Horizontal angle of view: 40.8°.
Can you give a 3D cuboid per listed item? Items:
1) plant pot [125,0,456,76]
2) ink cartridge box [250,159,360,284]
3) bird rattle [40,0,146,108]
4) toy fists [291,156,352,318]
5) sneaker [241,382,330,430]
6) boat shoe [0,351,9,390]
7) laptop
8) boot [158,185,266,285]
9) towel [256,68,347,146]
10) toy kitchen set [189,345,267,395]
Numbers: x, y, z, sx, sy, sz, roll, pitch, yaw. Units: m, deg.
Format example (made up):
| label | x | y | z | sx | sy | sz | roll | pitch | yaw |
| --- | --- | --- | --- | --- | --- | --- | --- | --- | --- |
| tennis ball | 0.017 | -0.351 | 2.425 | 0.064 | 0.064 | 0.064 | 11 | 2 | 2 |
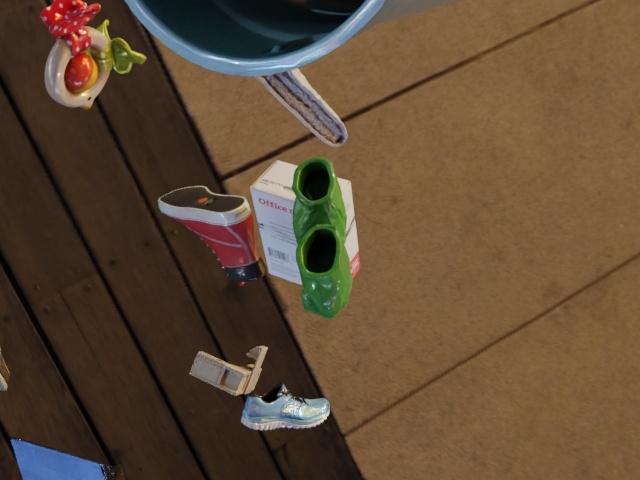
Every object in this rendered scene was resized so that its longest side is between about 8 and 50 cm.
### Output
| label | x | y | z | sx | sy | sz | roll | pitch | yaw |
| --- | --- | --- | --- | --- | --- | --- | --- | --- | --- |
| plant pot | 0.027 | -0.337 | 0.780 | 0.334 | 0.341 | 0.341 | -25 | 100 | -53 |
| ink cartridge box | -0.029 | -0.026 | 1.927 | 0.114 | 0.197 | 0.273 | -52 | 148 | -35 |
| bird rattle | -0.464 | -0.361 | 1.694 | 0.143 | 0.253 | 0.207 | 25 | 92 | 11 |
| toy fists | 0.000 | 0.000 | 1.454 | 0.096 | 0.142 | 0.279 | -12 | 52 | 8 |
| sneaker | -0.054 | 0.280 | 1.466 | 0.162 | 0.063 | 0.073 | 1 | 96 | -29 |
| boat shoe | -0.576 | 0.181 | 1.448 | 0.081 | 0.228 | 0.068 | 10 | 57 | 13 |
| laptop | -0.399 | 0.565 | 1.367 | 0.236 | 0.408 | 0.382 | -9 | 108 | 2 |
| boot | -0.200 | -0.003 | 1.588 | 0.088 | 0.244 | 0.176 | -35 | 123 | -32 |
| towel | -0.076 | -0.251 | 1.172 | 0.049 | 0.187 | 0.282 | -41 | 142 | 9 |
| toy kitchen set | -0.123 | 0.166 | 1.194 | 0.075 | 0.083 | 0.068 | 22 | 91 | 13 |
